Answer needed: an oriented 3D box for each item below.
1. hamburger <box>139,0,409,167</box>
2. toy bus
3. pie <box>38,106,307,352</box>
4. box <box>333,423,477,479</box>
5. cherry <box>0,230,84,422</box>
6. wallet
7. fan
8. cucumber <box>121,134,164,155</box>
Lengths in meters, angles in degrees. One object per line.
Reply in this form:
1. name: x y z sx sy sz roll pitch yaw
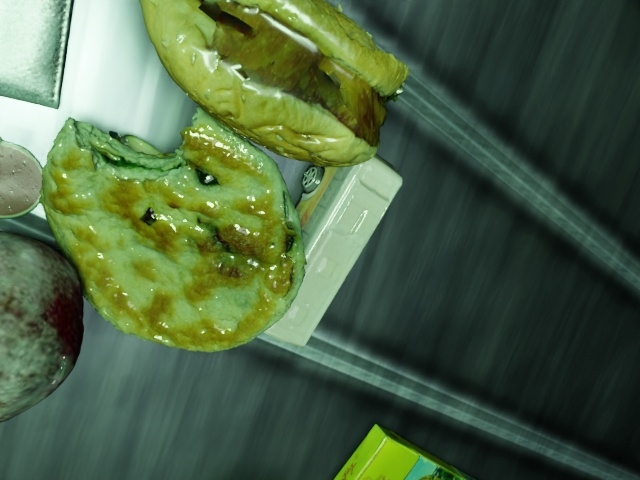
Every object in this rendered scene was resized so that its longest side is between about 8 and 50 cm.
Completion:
1. hamburger: -0.051 -0.184 0.506 0.266 0.285 0.134 20 115 -27
2. toy bus: 0.000 0.000 0.674 0.092 0.106 0.268 29 94 -30
3. pie: -0.155 0.001 0.561 0.303 0.067 0.302 3 123 5
4. box: 0.159 0.465 0.933 0.335 0.047 0.187 37 90 -28
5. cherry: -0.329 0.088 0.511 0.195 0.195 0.195 -8 110 -22
6. wallet: -0.313 -0.250 0.493 0.167 0.036 0.222 8 105 -27
7. fan: -0.336 -0.086 0.552 0.085 0.005 0.133 -6 110 -22
8. cucumber: -0.198 -0.070 0.602 0.067 0.035 0.107 -46 119 -25
